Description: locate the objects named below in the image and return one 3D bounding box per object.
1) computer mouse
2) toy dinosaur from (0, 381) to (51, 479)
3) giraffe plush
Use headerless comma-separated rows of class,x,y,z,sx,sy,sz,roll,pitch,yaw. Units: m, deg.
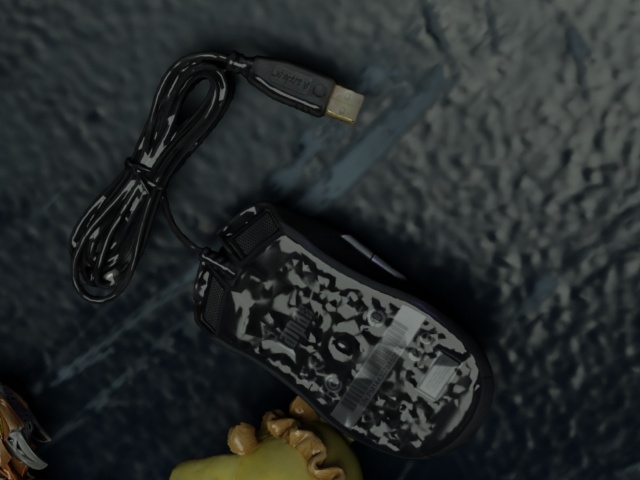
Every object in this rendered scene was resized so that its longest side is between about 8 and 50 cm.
computer mouse,0.000,0.000,0.911,0.262,0.060,0.184,27,107,3
toy dinosaur,-0.232,0.250,0.999,0.219,0.164,0.321,-6,88,-5
giraffe plush,-0.010,0.188,0.937,0.210,0.181,0.170,-37,79,30
